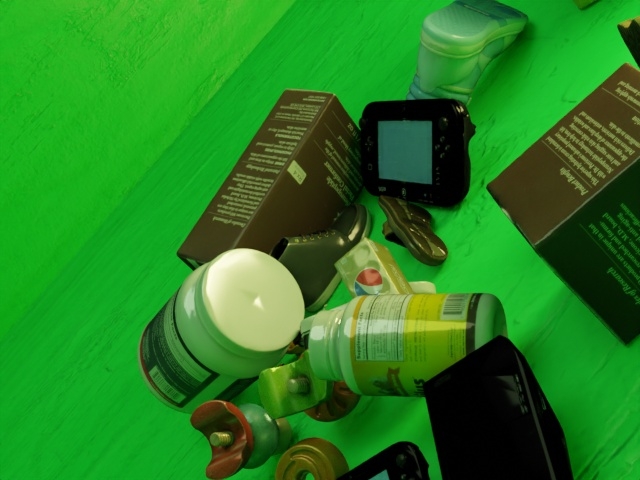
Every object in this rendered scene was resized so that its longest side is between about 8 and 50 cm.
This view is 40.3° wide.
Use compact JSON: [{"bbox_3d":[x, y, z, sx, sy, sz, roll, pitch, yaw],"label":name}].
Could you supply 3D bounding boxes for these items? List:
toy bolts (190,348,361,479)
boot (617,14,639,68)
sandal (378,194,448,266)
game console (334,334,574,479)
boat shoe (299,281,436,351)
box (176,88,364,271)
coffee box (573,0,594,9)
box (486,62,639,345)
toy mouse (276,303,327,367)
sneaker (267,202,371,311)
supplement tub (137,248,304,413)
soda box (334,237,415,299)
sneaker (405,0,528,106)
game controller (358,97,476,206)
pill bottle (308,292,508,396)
[{"bbox_3d":[-0.032,0.263,1.155,0.228,0.158,0.218,-24,71,27],"label":"toy bolts"},{"bbox_3d":[0.517,-0.298,1.069,0.269,0.089,0.236,-28,4,14],"label":"boot"},{"bbox_3d":[0.134,-0.010,1.329,0.060,0.090,0.219,-64,24,21],"label":"sandal"},{"bbox_3d":[0.101,0.267,0.890,0.361,0.044,0.213,-42,41,34],"label":"game console"},{"bbox_3d":[0.071,0.120,1.231,0.219,0.077,0.070,-25,63,29],"label":"boat shoe"},{"bbox_3d":[-0.067,-0.067,1.561,0.143,0.191,0.381,15,67,43],"label":"box"},{"bbox_3d":[0.474,-0.654,1.400,0.337,0.338,0.334,-28,30,41],"label":"coffee box"},{"bbox_3d":[0.317,-0.042,0.903,0.203,0.167,0.168,-43,23,14],"label":"box"},{"bbox_3d":[-0.030,0.191,1.334,0.161,0.031,0.143,-43,22,13],"label":"toy mouse"},{"bbox_3d":[0.000,0.000,1.480,0.083,0.118,0.222,-15,39,53],"label":"sneaker"},{"bbox_3d":[-0.161,0.147,1.375,0.272,0.191,0.191,-43,18,48],"label":"supplement tub"},{"bbox_3d":[0.091,0.087,1.137,0.061,0.058,0.181,-41,55,18],"label":"soda box"},{"bbox_3d":[0.248,-0.309,1.541,0.319,0.127,0.208,-30,-37,-48],"label":"sneaker"},{"bbox_3d":[0.149,-0.148,1.437,0.319,0.067,0.167,-164,79,-65],"label":"game controller"},{"bbox_3d":[0.100,0.120,0.999,0.214,0.117,0.117,-3,43,23],"label":"pill bottle"}]
